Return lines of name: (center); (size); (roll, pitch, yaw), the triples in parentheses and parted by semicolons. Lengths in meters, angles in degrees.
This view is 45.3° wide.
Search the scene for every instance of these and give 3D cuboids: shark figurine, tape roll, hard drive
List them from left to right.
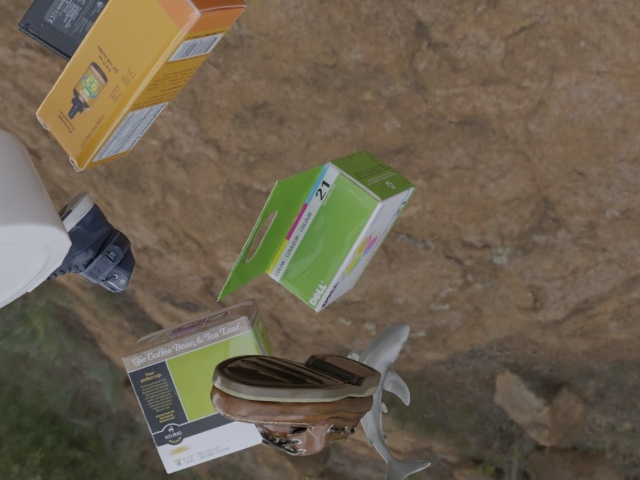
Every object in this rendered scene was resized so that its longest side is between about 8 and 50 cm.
tape roll: (-0.363, 0.016, 0.647); (0.100, 0.286, 0.286); (60, 142, 8)
hard drive: (-0.243, -0.230, 0.836); (0.135, 0.094, 0.022); (32, 172, -15)
shark figurine: (0.080, 0.284, 1.311); (0.166, 0.278, 0.116); (-6, 177, 44)

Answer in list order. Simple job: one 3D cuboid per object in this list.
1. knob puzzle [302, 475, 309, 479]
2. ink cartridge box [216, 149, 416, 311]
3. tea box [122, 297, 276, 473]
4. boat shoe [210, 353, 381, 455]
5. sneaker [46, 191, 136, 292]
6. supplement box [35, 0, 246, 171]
knob puzzle: (-0.045, 0.471, 1.101); (0.030, 0.213, 0.213); (16, 145, -3)
ink cartridge box: (0.000, 0.000, 0.989); (0.097, 0.255, 0.189); (36, 117, 13)
tea box: (-0.276, 0.363, 1.960); (0.329, 0.220, 0.323); (-18, 97, 3)
boat shoe: (-0.020, 0.192, 0.861); (0.110, 0.104, 0.307); (20, -178, 32)
sneaker: (-0.405, 0.055, 1.241); (0.086, 0.226, 0.163); (5, 139, 55)
supplement box: (-0.174, -0.165, 0.718); (0.233, 0.080, 0.078); (-39, 87, 35)
